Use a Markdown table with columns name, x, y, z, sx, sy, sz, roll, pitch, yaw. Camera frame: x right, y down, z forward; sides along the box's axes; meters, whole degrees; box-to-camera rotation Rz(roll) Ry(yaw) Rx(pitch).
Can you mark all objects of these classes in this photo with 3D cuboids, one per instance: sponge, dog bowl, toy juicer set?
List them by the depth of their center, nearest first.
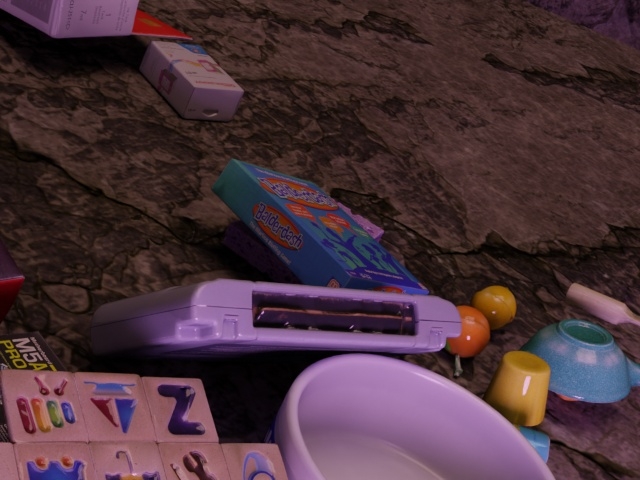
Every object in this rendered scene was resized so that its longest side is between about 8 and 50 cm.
| name | x | y | z | sx | sy | sz | roll | pitch | yaw |
| --- | --- | --- | --- | --- | --- | --- | --- | --- | --- |
| dog bowl | 0.072 | 0.221 | 1.014 | 0.265 | 0.104 | 0.265 | 22 | 27 | -12 |
| toy juicer set | 0.277 | 0.128 | 1.403 | 0.329 | 0.089 | 0.209 | -6 | 29 | -36 |
| sponge | -0.017 | -0.004 | 1.408 | 0.117 | 0.031 | 0.210 | 34 | 27 | 13 |

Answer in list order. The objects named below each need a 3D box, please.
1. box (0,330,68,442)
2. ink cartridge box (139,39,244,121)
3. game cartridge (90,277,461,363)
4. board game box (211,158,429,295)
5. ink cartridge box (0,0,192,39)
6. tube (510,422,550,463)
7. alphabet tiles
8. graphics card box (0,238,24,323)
| name | x | y | z | sx | sy | sz | roll | pitch | yaw |
| --- | --- | --- | --- | --- | --- | --- | --- | --- | --- |
| box | -0.237 | 0.183 | 0.844 | 0.216 | 0.060 | 0.270 | -4 | 41 | -48 |
| ink cartridge box | -0.175 | -0.217 | 1.612 | 0.089 | 0.052 | 0.122 | -3 | 41 | -45 |
| game cartridge | -0.044 | 0.079 | 1.077 | 0.297 | 0.062 | 0.198 | 7 | -9 | -39 |
| board game box | 0.000 | 0.000 | 1.289 | 0.210 | 0.047 | 0.160 | 44 | 17 | 31 |
| ink cartridge box | -0.355 | -0.355 | 1.619 | 0.296 | 0.066 | 0.261 | 30 | 25 | 29 |
| tube | 0.125 | 0.189 | 1.192 | 0.207 | 0.052 | 0.080 | 18 | 18 | -5 |
| alphabet tiles | -0.109 | 0.240 | 0.792 | 0.285 | 0.011 | 0.342 | 8 | 50 | -41 |
| graphics card box | -0.434 | -0.069 | 0.976 | 0.233 | 0.094 | 0.371 | -9 | 58 | -51 |
